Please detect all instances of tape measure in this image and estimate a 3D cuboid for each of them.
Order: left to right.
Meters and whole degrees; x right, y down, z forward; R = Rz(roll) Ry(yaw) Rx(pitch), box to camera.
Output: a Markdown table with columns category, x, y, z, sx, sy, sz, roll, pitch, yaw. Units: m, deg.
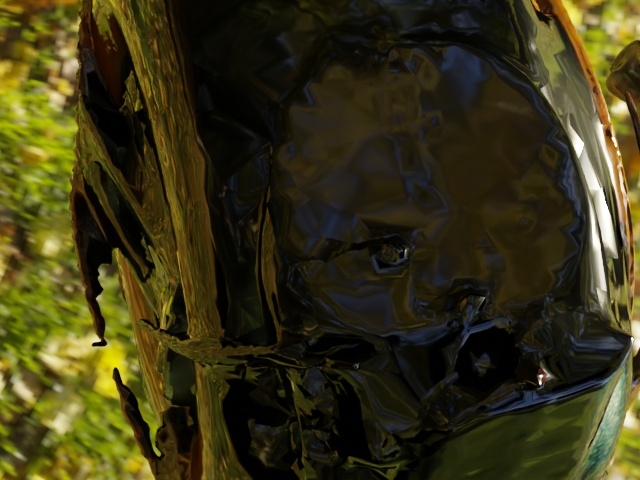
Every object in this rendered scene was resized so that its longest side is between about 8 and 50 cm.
| category | x | y | z | sx | sy | sz | roll | pitch | yaw |
| --- | --- | --- | --- | --- | --- | --- | --- | --- | --- |
| tape measure | 0.000 | 0.000 | 0.529 | 0.135 | 0.223 | 0.202 | -14 | 147 | -14 |

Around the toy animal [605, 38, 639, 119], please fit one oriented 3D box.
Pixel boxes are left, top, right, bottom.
| category | x | y | z | sx | sy | sz | roll | pitch | yaw |
| --- | --- | --- | --- | --- | --- | --- | --- | --- | --- |
| toy animal | 0.246 | -0.043 | 0.781 | 0.097 | 0.312 | 0.157 | -42 | 141 | -25 |
